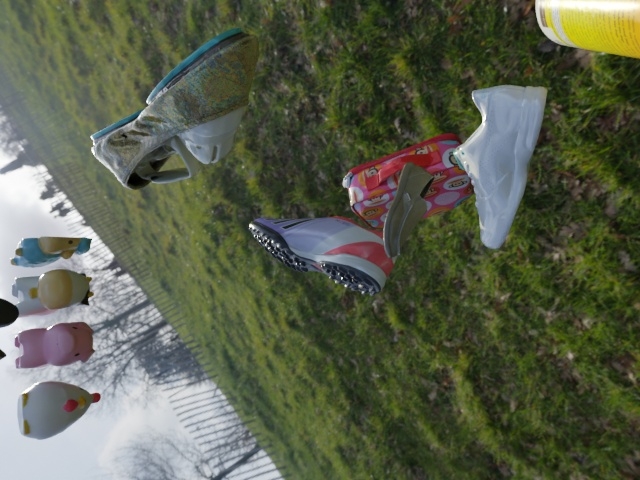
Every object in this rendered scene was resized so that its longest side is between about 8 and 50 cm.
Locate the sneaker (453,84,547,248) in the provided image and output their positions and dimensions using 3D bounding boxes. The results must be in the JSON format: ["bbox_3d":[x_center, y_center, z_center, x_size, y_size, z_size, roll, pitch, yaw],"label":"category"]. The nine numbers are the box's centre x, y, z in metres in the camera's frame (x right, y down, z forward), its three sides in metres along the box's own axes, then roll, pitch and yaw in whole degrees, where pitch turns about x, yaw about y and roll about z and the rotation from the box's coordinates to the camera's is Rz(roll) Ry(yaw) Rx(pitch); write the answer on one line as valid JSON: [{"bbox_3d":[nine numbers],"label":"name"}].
[{"bbox_3d":[0.214,-0.089,0.541,0.094,0.080,0.212,13,125,22],"label":"sneaker"}]

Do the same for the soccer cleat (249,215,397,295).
[{"bbox_3d":[0.000,0.000,0.798,0.318,0.116,0.108,17,154,37],"label":"soccer cleat"}]

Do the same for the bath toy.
[{"bbox_3d":[-0.472,0.170,0.771,0.151,0.129,0.348,-16,78,46],"label":"bath toy"}]

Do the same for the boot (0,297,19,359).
[{"bbox_3d":[-0.363,0.106,0.462,0.037,0.106,0.114,-85,3,-46],"label":"boot"}]

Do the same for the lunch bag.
[{"bbox_3d":[0.212,-0.136,1.025,0.258,0.293,0.120,29,-134,-61],"label":"lunch bag"}]

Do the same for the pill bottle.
[{"bbox_3d":[0.314,-0.234,0.397,0.215,0.117,0.117,-109,-4,-58],"label":"pill bottle"}]

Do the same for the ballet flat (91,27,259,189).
[{"bbox_3d":[-0.177,-0.141,0.546,0.348,0.123,0.123,-12,113,41],"label":"ballet flat"}]

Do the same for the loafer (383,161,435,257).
[{"bbox_3d":[0.127,-0.043,0.612,0.050,0.148,0.056,13,170,19],"label":"loafer"}]
